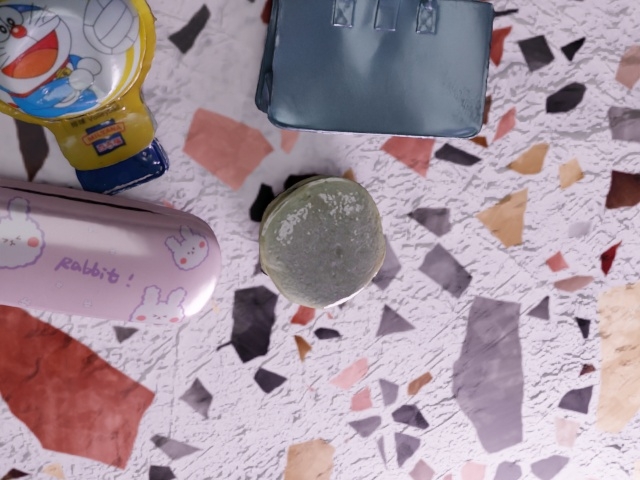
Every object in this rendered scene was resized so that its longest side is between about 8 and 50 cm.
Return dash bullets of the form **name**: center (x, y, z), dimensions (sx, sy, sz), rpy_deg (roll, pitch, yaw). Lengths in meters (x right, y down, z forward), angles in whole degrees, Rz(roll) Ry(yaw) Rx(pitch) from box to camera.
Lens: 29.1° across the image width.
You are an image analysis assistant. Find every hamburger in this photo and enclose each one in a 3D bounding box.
- **hamburger**: center (0.000, 0.000, 1.240), dimensions (0.133, 0.062, 0.140), rpy_deg (-25, 116, -6)

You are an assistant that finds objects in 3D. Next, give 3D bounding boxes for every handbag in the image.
- **handbag**: center (0.055, -0.172, 1.179), dimensions (0.221, 0.057, 0.144), rpy_deg (4, 109, -16)

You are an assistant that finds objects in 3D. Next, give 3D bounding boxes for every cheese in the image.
- **cheese**: center (-0.220, -0.148, 1.108), dimensions (0.177, 0.069, 0.270), rpy_deg (-21, 132, 2)

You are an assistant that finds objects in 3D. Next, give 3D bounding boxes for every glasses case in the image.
- **glasses case**: center (-0.241, 0.011, 1.173), dimensions (0.296, 0.075, 0.113), rpy_deg (9, 114, -19)
